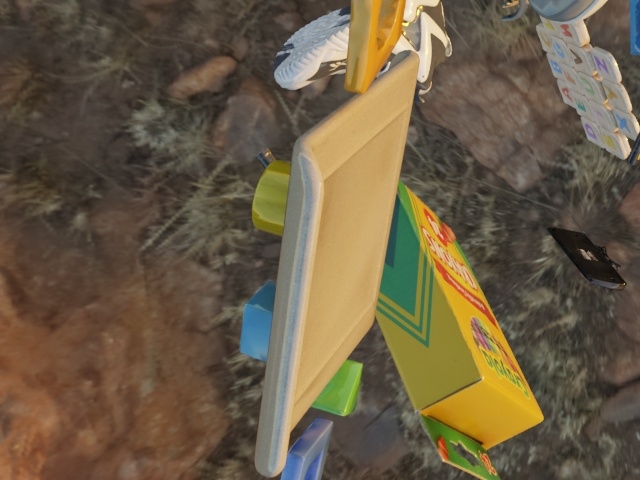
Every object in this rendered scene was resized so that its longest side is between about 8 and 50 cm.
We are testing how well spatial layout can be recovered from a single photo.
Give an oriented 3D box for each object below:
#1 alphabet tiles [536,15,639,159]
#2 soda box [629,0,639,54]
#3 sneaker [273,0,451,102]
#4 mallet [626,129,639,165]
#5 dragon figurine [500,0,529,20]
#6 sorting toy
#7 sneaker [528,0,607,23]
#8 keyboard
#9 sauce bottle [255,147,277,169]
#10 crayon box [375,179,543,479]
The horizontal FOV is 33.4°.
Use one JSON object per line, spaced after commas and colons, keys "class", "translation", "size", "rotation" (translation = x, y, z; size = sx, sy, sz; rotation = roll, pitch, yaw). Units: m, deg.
{"class": "alphabet tiles", "translation": [0.451, -0.272, 1.822], "size": [0.021, 0.278, 0.284], "rotation": [-30, 117, -1]}
{"class": "soda box", "translation": [0.270, -0.172, 0.666], "size": [0.071, 0.210, 0.067], "rotation": [11, 119, 39]}
{"class": "sneaker", "translation": [0.065, -0.207, 1.259], "size": [0.235, 0.094, 0.153], "rotation": [-41, 119, -23]}
{"class": "mallet", "translation": [0.421, -0.181, 1.309], "size": [0.039, 0.062, 0.190], "rotation": [27, 129, 18]}
{"class": "dragon figurine", "translation": [0.322, -0.464, 1.738], "size": [0.085, 0.289, 0.144], "rotation": [-12, 80, 9]}
{"class": "sorting toy", "translation": [0.000, 0.000, 0.577], "size": [0.047, 0.196, 0.348], "rotation": [15, 118, 13]}
{"class": "sneaker", "translation": [0.166, -0.259, 0.774], "size": [0.178, 0.295, 0.124], "rotation": [-33, 58, -29]}
{"class": "keyboard", "translation": [0.437, 0.039, 1.737], "size": [0.100, 0.192, 0.038], "rotation": [11, 115, -15]}
{"class": "sauce bottle", "translation": [-0.056, -0.090, 1.706], "size": [0.042, 0.042, 0.128], "rotation": [-37, 88, 11]}
{"class": "crayon box", "translation": [0.132, 0.095, 1.134], "size": [0.081, 0.202, 0.318], "rotation": [-31, 59, 15]}
